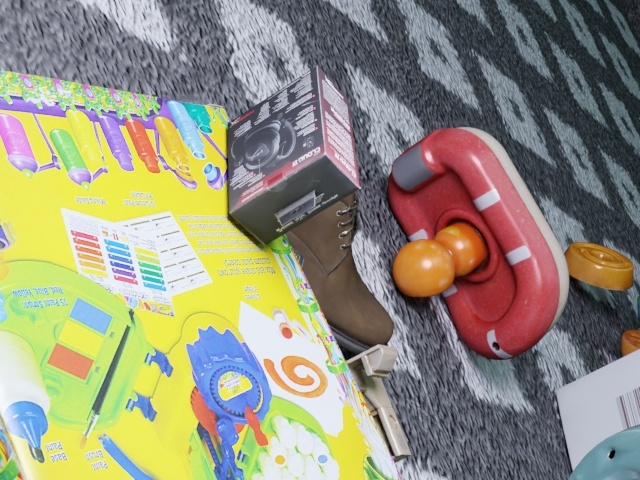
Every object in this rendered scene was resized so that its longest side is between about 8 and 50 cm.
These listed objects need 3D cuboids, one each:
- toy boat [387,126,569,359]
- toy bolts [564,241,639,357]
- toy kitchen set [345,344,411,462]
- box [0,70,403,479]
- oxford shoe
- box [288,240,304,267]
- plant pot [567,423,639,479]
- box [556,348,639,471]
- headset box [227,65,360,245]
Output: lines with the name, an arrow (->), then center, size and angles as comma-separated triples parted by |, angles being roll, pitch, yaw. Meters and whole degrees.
toy boat -> 0.131, 0.014, 1.348 | 0.151, 0.151, 0.231 | -29, 87, -37
toy bolts -> 0.425, 0.105, 1.875 | 0.218, 0.158, 0.228 | 25, 22, 25
toy kitchen set -> 0.039, 0.128, 1.064 | 0.083, 0.068, 0.075 | 16, 47, -58
box -> -0.121, 0.087, 0.643 | 0.279, 0.177, 0.290 | 64, 22, 12
oxford shoe -> 0.000, 0.000, 1.109 | 0.227, 0.096, 0.083 | 53, 22, -20
box -> -0.091, 0.023, 0.957 | 0.159, 0.044, 0.233 | 51, 24, -19
plant pot -> 0.349, 0.292, 1.251 | 0.235, 0.293, 0.293 | 23, 37, -24
box -> 0.452, 0.271, 1.554 | 0.345, 0.215, 0.168 | 43, 28, -33
headset box -> -0.015, -0.042, 0.716 | 0.032, 0.062, 0.083 | 43, 26, -36
